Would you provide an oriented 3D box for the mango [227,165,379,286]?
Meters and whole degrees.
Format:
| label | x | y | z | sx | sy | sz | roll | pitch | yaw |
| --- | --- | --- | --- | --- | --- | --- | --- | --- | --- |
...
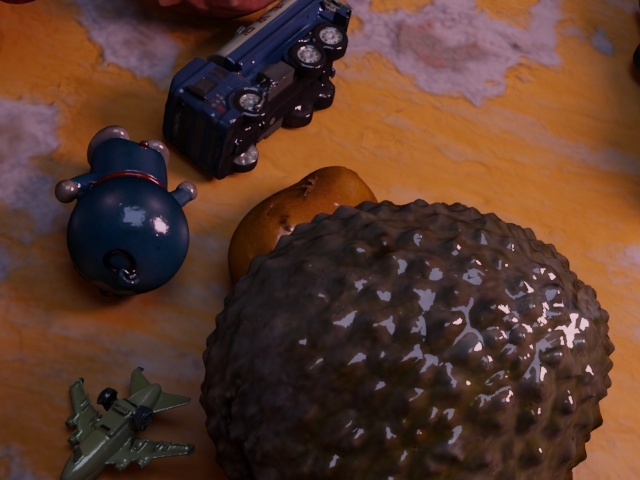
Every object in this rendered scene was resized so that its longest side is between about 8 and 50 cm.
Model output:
| label | x | y | z | sx | sy | sz | roll | pitch | yaw |
| --- | --- | --- | --- | --- | --- | --- | --- | --- | --- |
| mango | 0.001 | -0.002 | 1.304 | 0.105 | 0.084 | 0.159 | 39 | 51 | 6 |

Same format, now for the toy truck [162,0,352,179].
| label | x | y | z | sx | sy | sz | roll | pitch | yaw |
| --- | --- | --- | --- | --- | --- | --- | --- | --- | --- |
| toy truck | -0.043 | -0.135 | 1.401 | 0.088 | 0.074 | 0.201 | 34 | 49 | 15 |

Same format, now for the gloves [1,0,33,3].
| label | x | y | z | sx | sy | sz | roll | pitch | yaw |
| --- | --- | --- | --- | --- | --- | --- | --- | --- | --- |
| gloves | -0.311 | -0.267 | 1.390 | 0.241 | 0.126 | 0.145 | 28 | 66 | 34 |

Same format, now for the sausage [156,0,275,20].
| label | x | y | z | sx | sy | sz | roll | pitch | yaw |
| --- | --- | --- | --- | --- | --- | --- | --- | --- | --- |
| sausage | -0.062 | -0.271 | 1.460 | 0.148 | 0.148 | 0.254 | 40 | 52 | 14 |

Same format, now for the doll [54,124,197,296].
| label | x | y | z | sx | sy | sz | roll | pitch | yaw |
| --- | --- | --- | --- | --- | --- | --- | --- | --- | --- |
| doll | -0.140 | -0.018 | 1.272 | 0.114 | 0.085 | 0.152 | 16 | 38 | -22 |

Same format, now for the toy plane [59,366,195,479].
| label | x | y | z | sx | sy | sz | roll | pitch | yaw |
| --- | --- | --- | --- | --- | --- | --- | --- | --- | --- |
| toy plane | -0.139 | 0.129 | 1.179 | 0.102 | 0.040 | 0.111 | 24 | 44 | 26 |

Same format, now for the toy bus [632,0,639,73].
| label | x | y | z | sx | sy | sz | roll | pitch | yaw |
| --- | --- | --- | --- | --- | --- | --- | --- | --- | --- |
| toy bus | 0.377 | -0.140 | 1.516 | 0.164 | 0.133 | 0.271 | 12 | 52 | -17 |

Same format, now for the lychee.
| label | x | y | z | sx | sy | sz | roll | pitch | yaw |
| --- | --- | --- | --- | --- | --- | --- | --- | --- | --- |
| lychee | 0.055 | 0.095 | 1.142 | 0.255 | 0.274 | 0.255 | 28 | 50 | -39 |
